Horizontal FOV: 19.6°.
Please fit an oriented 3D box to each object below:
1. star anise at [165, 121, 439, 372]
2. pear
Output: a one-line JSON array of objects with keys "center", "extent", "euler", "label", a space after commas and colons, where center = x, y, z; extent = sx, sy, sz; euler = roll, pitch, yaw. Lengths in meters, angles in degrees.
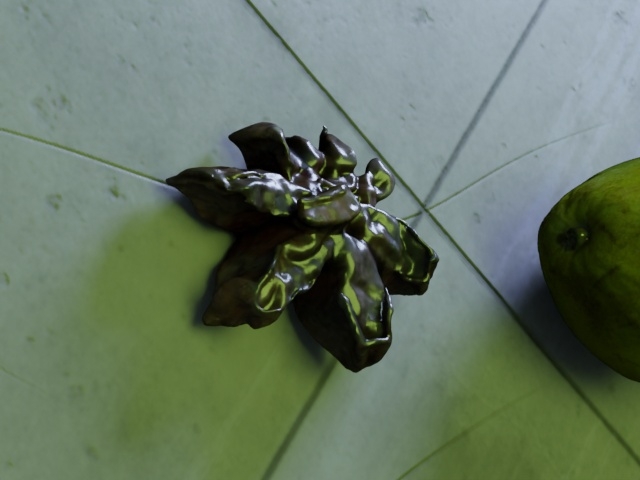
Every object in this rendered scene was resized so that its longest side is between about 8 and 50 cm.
[{"center": [-0.005, 0.001, 1.451], "extent": [0.220, 0.099, 0.214], "euler": [-28, 87, -43], "label": "star anise"}, {"center": [0.309, 0.026, 1.654], "extent": [0.269, 0.212, 0.212], "euler": [23, 62, -42], "label": "pear"}]
